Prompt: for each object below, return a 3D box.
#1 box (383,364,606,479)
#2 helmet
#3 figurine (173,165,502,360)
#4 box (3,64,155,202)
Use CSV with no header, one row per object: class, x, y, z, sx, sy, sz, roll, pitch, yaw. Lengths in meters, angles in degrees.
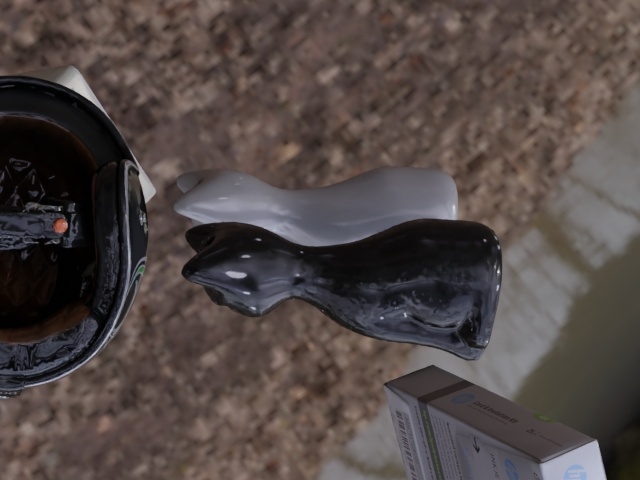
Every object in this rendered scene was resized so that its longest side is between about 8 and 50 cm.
box,0.104,0.157,0.970,0.038,0.186,0.145,-20,105,-18
helmet,-0.175,-0.004,1.006,0.169,0.161,0.169,-3,107,-10
figurine,0.000,0.000,1.237,0.209,0.215,0.092,6,108,-11
box,-0.299,0.002,1.488,0.311,0.121,0.148,-48,120,-32
